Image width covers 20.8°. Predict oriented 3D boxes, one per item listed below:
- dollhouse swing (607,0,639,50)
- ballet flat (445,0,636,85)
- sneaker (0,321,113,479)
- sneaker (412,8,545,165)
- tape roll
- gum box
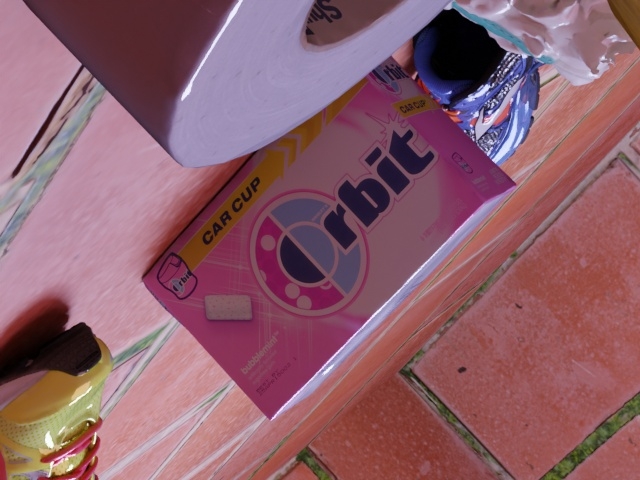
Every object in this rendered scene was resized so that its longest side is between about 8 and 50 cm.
[{"bbox_3d":[0.219,-0.129,0.401,0.305,0.315,0.347,-35,162,6],"label":"dollhouse swing"},{"bbox_3d":[0.209,-0.223,0.737,0.409,0.147,0.147,-44,172,2],"label":"ballet flat"},{"bbox_3d":[-0.145,0.122,0.923,0.081,0.094,0.208,-34,166,-41],"label":"sneaker"},{"bbox_3d":[0.082,-0.101,0.998,0.087,0.083,0.221,-22,156,-31],"label":"sneaker"},{"bbox_3d":[0.013,-0.122,0.525,0.219,0.072,0.219,-43,172,-7],"label":"tape roll"},{"bbox_3d":[0.000,0.000,0.947,0.188,0.107,0.062,-47,171,22],"label":"gum box"}]
